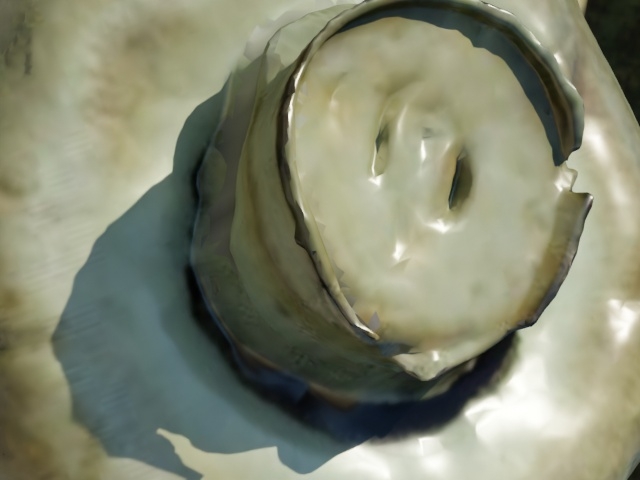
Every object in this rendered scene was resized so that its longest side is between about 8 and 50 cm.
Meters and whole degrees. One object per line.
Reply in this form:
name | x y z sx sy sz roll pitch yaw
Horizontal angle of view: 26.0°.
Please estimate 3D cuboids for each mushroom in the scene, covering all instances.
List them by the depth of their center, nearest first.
mushroom | 0.000 0.000 0.583 0.260 0.352 0.352 -13 -119 67
